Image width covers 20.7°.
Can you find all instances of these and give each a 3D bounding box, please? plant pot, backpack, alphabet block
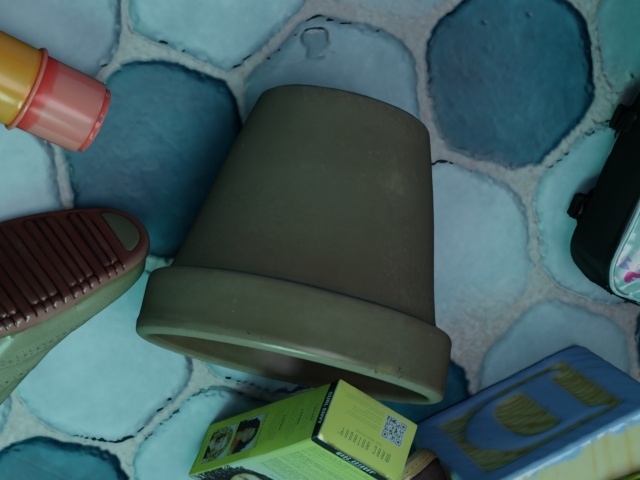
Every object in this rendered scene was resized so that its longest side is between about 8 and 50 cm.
[{"bbox_3d":[0.000,0.000,1.463,0.263,0.263,0.229,17,80,-19],"label":"plant pot"},{"bbox_3d":[0.388,-0.016,1.595,0.253,0.191,0.225,21,95,-25],"label":"backpack"},{"bbox_3d":[0.223,0.240,1.596,0.193,0.192,0.197,-25,107,-8],"label":"alphabet block"}]

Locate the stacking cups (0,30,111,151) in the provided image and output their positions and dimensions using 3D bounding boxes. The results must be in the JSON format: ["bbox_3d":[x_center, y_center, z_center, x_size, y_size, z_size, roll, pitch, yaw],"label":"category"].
[{"bbox_3d":[-0.318,-0.167,1.402,0.316,0.096,0.096,22,95,-24],"label":"stacking cups"}]

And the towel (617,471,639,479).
[{"bbox_3d":[0.305,0.308,1.524,0.102,0.021,0.237,-19,107,-11],"label":"towel"}]

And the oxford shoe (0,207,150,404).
[{"bbox_3d":[-0.294,0.089,1.467,0.348,0.123,0.130,-27,135,-10],"label":"oxford shoe"}]

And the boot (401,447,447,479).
[{"bbox_3d":[0.126,0.299,1.525,0.090,0.248,0.207,-36,67,-17],"label":"boot"}]

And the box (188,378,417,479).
[{"bbox_3d":[-0.019,0.181,1.489,0.087,0.232,0.058,32,61,-19],"label":"box"}]
